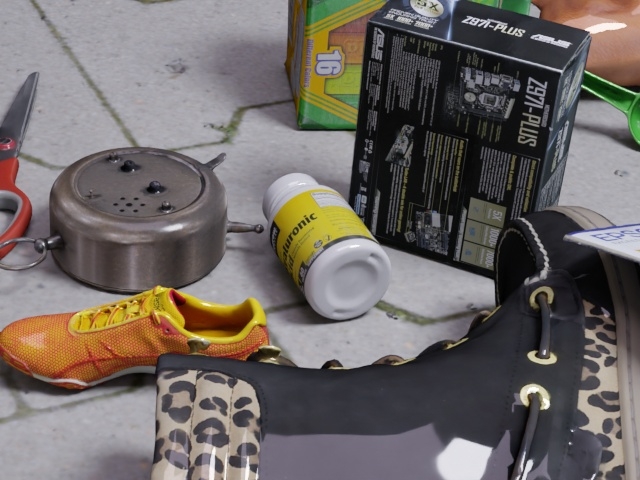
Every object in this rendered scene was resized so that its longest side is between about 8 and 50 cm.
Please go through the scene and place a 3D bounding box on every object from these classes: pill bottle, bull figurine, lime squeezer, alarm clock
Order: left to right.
[{"bbox_3d":[-0.149,-0.014,1.051,0.192,0.064,0.129,-22,41,-30],"label":"alarm clock"},{"bbox_3d":[0.000,0.000,1.041,0.065,0.065,0.116,-9,35,-20],"label":"pill bottle"},{"bbox_3d":[0.331,-0.200,1.367,0.310,0.101,0.188,-1,29,-14],"label":"bull figurine"},{"bbox_3d":[0.304,-0.095,1.206,0.310,0.059,0.110,38,1,36],"label":"lime squeezer"}]

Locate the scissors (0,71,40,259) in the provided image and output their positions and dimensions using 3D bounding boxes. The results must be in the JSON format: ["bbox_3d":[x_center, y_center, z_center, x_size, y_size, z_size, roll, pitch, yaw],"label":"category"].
[{"bbox_3d":[-0.245,-0.061,1.149,0.109,0.021,0.297,10,32,13],"label":"scissors"}]

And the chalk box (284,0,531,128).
[{"bbox_3d":[0.082,-0.182,1.273,0.213,0.132,0.132,-1,33,-7],"label":"chalk box"}]

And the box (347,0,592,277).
[{"bbox_3d":[0.106,-0.078,1.069,0.147,0.180,0.077,17,35,19],"label":"box"}]

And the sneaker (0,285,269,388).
[{"bbox_3d":[-0.120,0.056,0.937,0.175,0.067,0.064,-2,35,-7],"label":"sneaker"}]

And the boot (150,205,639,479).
[{"bbox_3d":[0.049,0.095,0.846,0.284,0.138,0.377,2,35,-2],"label":"boot"}]

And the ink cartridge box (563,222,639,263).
[{"bbox_3d":[0.361,0.050,0.812,0.324,0.071,0.330,-5,15,-37],"label":"ink cartridge box"}]
